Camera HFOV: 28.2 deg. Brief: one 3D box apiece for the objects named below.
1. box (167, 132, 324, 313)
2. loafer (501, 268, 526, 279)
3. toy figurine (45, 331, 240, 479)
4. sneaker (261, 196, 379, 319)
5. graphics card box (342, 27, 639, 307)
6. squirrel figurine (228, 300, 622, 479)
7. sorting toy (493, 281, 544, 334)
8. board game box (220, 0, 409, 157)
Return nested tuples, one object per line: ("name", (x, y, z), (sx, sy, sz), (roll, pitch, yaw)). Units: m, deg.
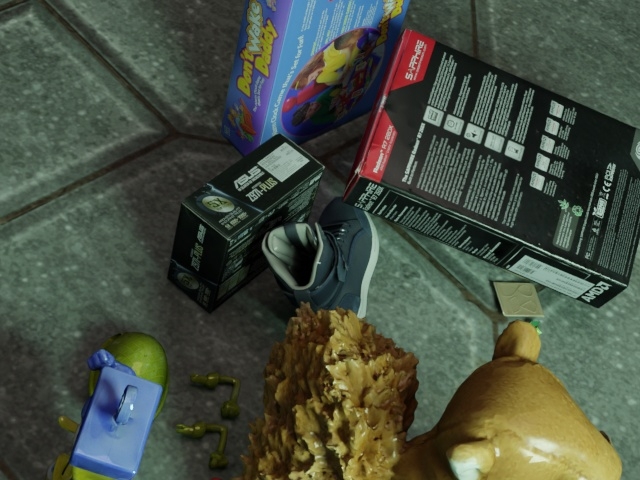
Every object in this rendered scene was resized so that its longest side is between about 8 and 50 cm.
("box", (-0.092, -0.022, 1.553), (0.077, 0.147, 0.180), (38, 52, 17))
("loafer", (0.237, -0.056, 1.706), (0.102, 0.092, 0.268), (-25, 61, -31))
("toy figurine", (-0.178, 0.198, 1.296), (0.191, 0.217, 0.362), (17, 49, -1))
("sneaker", (0.002, 0.000, 1.541), (0.086, 0.163, 0.226), (-15, 46, 21))
("graphics card box", (0.234, -0.091, 1.620), (0.371, 0.094, 0.233), (21, 64, -5))
("squirrel figurine", (0.093, 0.234, 1.234), (0.397, 0.370, 0.281), (30, 50, 11))
("sorting toy", (0.258, 0.088, 1.643), (0.062, 0.012, 0.083), (5, 46, -17))
("board game box", (0.005, -0.280, 1.664), (0.233, 0.347, 0.078), (-28, 62, -33))
